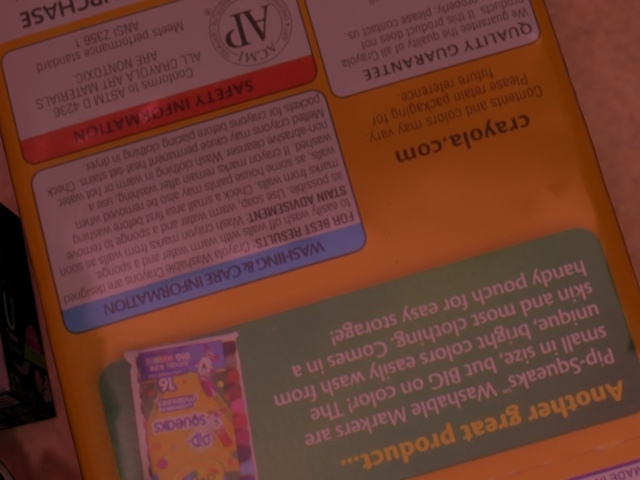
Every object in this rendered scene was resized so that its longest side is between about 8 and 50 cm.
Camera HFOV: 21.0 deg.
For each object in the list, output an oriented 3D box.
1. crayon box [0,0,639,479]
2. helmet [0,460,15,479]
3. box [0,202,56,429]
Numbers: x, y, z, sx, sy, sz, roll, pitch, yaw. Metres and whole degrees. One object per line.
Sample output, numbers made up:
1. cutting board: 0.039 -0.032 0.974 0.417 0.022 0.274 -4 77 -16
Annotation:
1. crayon box: 0.000 0.000 0.637 0.203 0.083 0.323 -16 74 2
2. helmet: -0.139 0.161 0.571 0.169 0.169 0.161 -10 61 4
3. box: -0.139 0.028 0.654 0.052 0.062 0.083 -14 74 3
